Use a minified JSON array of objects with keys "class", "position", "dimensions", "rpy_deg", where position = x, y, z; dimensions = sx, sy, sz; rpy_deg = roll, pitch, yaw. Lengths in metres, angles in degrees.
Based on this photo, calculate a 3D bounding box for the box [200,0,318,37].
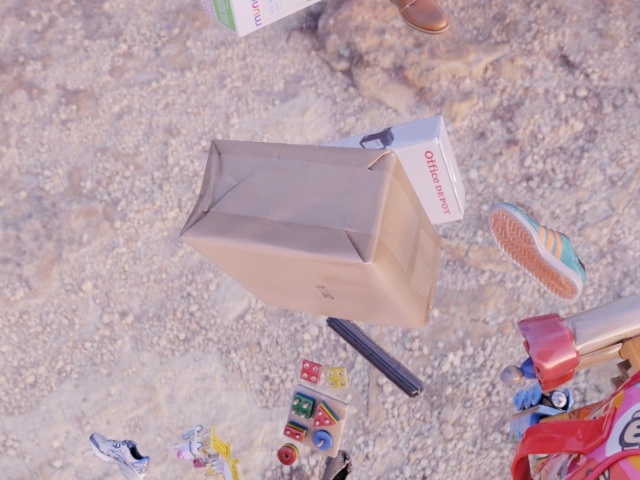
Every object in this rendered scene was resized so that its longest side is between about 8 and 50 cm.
[{"class":"box","position":[-0.070,-0.458,1.024],"dimensions":[0.231,0.262,0.127],"rpy_deg":[-30,52,-20]}]

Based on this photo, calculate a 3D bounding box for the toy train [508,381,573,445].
[{"class":"toy train","position":[0.395,0.317,1.331],"dimensions":[0.080,0.184,0.105],"rpy_deg":[12,72,1]}]

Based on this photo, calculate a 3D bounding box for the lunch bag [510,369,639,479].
[{"class":"lunch bag","position":[0.263,0.225,0.562],"dimensions":[0.258,0.293,0.120],"rpy_deg":[30,51,12]}]

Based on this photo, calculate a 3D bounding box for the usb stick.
[{"class":"usb stick","position":[0.129,0.266,1.754],"dimensions":[0.278,0.077,0.045],"rpy_deg":[40,107,7]}]

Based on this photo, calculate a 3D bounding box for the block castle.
[{"class":"block castle","position":[0.396,0.317,0.985],"dimensions":[0.212,0.303,0.453],"rpy_deg":[-22,71,11]}]

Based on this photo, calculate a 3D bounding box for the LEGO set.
[{"class":"LEGO set","position":[-0.252,0.532,1.684],"dimensions":[0.107,0.287,0.132],"rpy_deg":[-17,26,12]}]

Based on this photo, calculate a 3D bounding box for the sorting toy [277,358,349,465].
[{"class":"sorting toy","position":[-0.014,0.398,1.652],"dimensions":[0.132,0.275,0.046],"rpy_deg":[19,16,19]}]

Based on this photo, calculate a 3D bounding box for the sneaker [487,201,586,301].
[{"class":"sneaker","position":[0.529,0.010,1.814],"dimensions":[0.302,0.108,0.121],"rpy_deg":[46,46,-6]}]

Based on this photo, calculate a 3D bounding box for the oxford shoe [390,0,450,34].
[{"class":"oxford shoe","position":[0.197,-0.512,1.571],"dimensions":[0.076,0.076,0.212],"rpy_deg":[-32,62,-10]}]

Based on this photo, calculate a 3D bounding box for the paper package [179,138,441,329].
[{"class":"paper package","position":[0.000,0.000,1.143],"dimensions":[0.309,0.325,0.168],"rpy_deg":[6,70,23]}]

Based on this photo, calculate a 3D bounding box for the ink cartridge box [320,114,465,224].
[{"class":"ink cartridge box","position":[0.167,-0.143,1.761],"dimensions":[0.307,0.223,0.129],"rpy_deg":[-11,33,22]}]

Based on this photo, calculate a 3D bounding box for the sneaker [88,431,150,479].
[{"class":"sneaker","position":[-0.384,0.405,1.439],"dimensions":[0.135,0.052,0.058],"rpy_deg":[31,99,9]}]

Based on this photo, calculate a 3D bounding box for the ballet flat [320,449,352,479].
[{"class":"ballet flat","position":[0.023,0.575,1.684],"dimensions":[0.058,0.084,0.250],"rpy_deg":[-2,30,21]}]
